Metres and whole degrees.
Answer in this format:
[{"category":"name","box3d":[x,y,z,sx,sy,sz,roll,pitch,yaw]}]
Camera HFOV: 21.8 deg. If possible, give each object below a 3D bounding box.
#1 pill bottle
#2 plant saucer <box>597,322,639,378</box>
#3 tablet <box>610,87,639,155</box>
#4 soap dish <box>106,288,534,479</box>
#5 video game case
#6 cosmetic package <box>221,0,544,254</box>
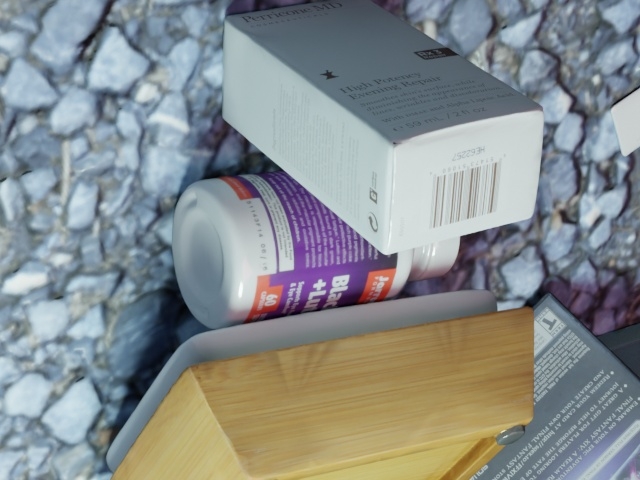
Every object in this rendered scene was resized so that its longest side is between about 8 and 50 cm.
[{"category":"pill bottle","box3d":[0.000,0.000,1.203,0.193,0.108,0.108,-8,120,-29]},{"category":"plant saucer","box3d":[0.301,0.104,1.524,0.192,0.018,0.067,-15,124,-27]},{"category":"tablet","box3d":[0.280,-0.111,1.390,0.083,0.006,0.054,-34,130,-13]},{"category":"soap dish","box3d":[0.001,0.147,1.229,0.291,0.118,0.229,-8,152,-31]},{"category":"video game case","box3d":[0.220,0.206,1.382,0.196,0.274,0.026,-44,166,-3]},{"category":"cosmetic package","box3d":[0.034,-0.084,1.094,0.117,0.231,0.085,-14,123,-27]}]
